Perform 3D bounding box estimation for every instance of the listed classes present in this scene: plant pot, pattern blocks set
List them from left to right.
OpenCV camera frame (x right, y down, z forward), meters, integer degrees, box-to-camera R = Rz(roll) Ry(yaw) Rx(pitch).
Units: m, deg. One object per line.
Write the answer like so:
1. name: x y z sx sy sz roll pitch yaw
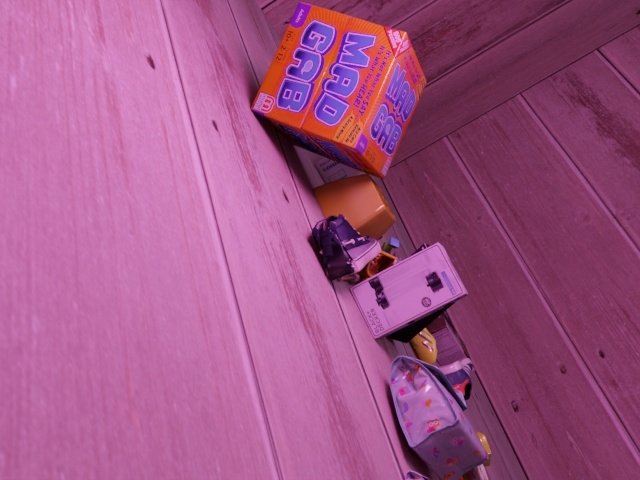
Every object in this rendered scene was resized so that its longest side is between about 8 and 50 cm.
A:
1. plant pot: 0.126 -0.100 2.070 0.212 0.187 0.212 37 26 -62
2. pattern blocks set: 0.396 0.589 1.666 0.285 0.026 0.324 95 -16 -49

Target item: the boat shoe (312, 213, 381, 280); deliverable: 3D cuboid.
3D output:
1. boat shoe: 0.076 -0.007 1.744 0.340 0.127 0.158 -38 107 -74

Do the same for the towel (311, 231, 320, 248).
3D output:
1. towel: 0.000 0.000 1.752 0.060 0.009 0.083 63 13 8

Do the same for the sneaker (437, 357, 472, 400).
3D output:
1. sneaker: 0.533 0.548 2.415 0.350 0.131 0.148 15 54 -66

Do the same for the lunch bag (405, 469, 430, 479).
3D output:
1. lunch bag: 0.218 0.532 1.321 0.071 0.053 0.083 51 6 -42

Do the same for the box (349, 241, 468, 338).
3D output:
1. box: 0.251 0.147 1.771 0.169 0.290 0.087 65 14 13

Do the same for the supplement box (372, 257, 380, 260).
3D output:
1. supplement box: 0.175 0.059 2.211 0.083 0.056 0.083 40 24 -58

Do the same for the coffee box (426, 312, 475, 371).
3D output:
1. coffee box: 0.524 0.425 2.629 0.297 0.119 0.168 54 15 -28

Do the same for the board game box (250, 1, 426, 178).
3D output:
1. board game box: 0.070 -0.451 1.925 0.357 0.356 0.356 24 0 21

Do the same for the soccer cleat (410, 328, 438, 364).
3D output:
1. soccer cleat: 0.331 0.318 2.242 0.121 0.093 0.289 7 53 -37

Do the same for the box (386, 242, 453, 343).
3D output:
1. box: 0.295 0.166 1.931 0.103 0.261 0.184 21 35 -37

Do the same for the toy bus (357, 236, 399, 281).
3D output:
1. toy bus: 0.155 0.085 1.943 0.105 0.202 0.190 25 31 -14

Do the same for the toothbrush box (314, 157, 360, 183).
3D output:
1. toothbrush box: 0.113 -0.318 2.444 0.126 0.216 0.295 59 12 -5

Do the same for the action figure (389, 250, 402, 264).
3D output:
1. action figure: 0.334 0.152 2.420 0.285 0.099 0.185 34 -19 37

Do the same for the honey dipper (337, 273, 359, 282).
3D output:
1. honey dipper: 0.079 0.109 1.781 0.030 0.031 0.161 63 15 9

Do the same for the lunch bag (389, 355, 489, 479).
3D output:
1. lunch bag: 0.278 0.430 1.549 0.223 0.160 0.262 53 7 -34
